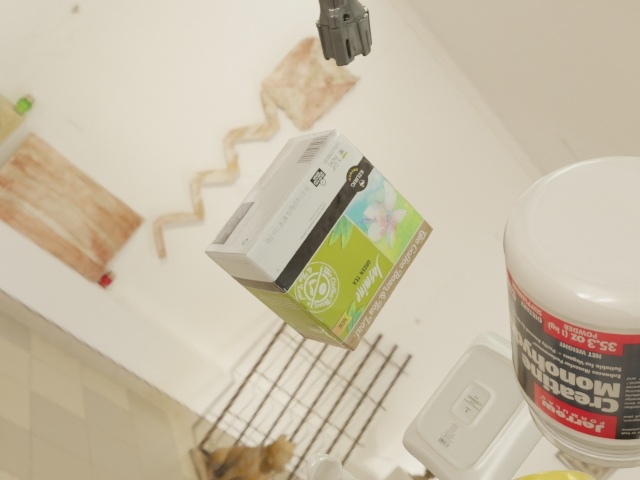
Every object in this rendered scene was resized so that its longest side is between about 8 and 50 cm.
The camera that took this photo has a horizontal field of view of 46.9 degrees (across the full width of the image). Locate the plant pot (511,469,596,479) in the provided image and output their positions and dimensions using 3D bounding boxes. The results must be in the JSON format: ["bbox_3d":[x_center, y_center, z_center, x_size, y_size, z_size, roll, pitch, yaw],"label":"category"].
[{"bbox_3d":[0.298,0.426,0.895,0.254,0.254,0.239,41,27,-40],"label":"plant pot"}]

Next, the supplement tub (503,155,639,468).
[{"bbox_3d":[0.276,0.075,0.698,0.191,0.191,0.272,48,-18,44],"label":"supplement tub"}]

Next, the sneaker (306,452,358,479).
[{"bbox_3d":[0.004,0.486,1.558,0.094,0.080,0.212,37,-12,37],"label":"sneaker"}]

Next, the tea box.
[{"bbox_3d":[0.000,0.000,1.558,0.323,0.329,0.220,43,-19,-25],"label":"tea box"}]

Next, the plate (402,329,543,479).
[{"bbox_3d":[0.272,0.293,1.276,0.045,0.278,0.277,40,-5,-23],"label":"plate"}]

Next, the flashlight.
[{"bbox_3d":[0.016,-0.411,1.033,0.103,0.103,0.304,41,-27,49],"label":"flashlight"}]
